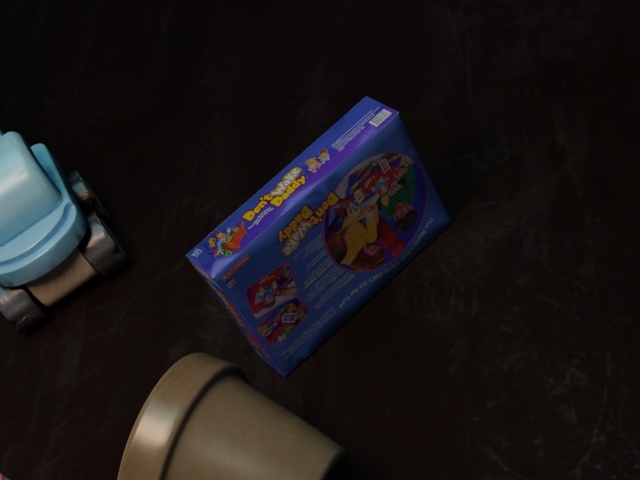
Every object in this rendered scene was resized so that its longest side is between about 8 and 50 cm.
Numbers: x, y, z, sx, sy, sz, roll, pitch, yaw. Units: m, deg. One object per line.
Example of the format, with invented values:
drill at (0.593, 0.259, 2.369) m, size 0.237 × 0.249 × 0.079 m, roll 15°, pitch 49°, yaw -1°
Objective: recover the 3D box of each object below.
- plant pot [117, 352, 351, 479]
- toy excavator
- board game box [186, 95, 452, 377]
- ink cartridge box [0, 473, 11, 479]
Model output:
plant pot at (-0.094, 0.299, 1.556) m, size 0.229 × 0.263 × 0.263 m, roll 17°, pitch 58°, yaw 20°
toy excavator at (-0.559, -0.135, 2.094) m, size 0.222 × 0.445 × 0.433 m, roll -33°, pitch 40°, yaw -3°
board game box at (0.007, -0.003, 1.777) m, size 0.347 × 0.233 × 0.078 m, roll -42°, pitch 42°, yaw -13°
ink cartridge box at (-0.502, 0.444, 1.722) m, size 0.217 × 0.092 × 0.159 m, roll -25°, pitch 57°, yaw 6°
